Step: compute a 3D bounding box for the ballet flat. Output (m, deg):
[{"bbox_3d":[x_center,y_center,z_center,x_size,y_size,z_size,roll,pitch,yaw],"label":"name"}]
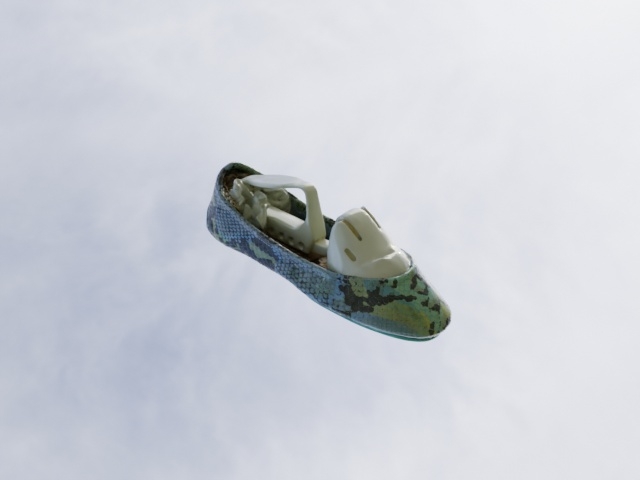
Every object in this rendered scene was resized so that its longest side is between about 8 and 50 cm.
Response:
[{"bbox_3d":[0.000,0.000,0.558,0.070,0.188,0.070,-41,-37,-40],"label":"ballet flat"}]
